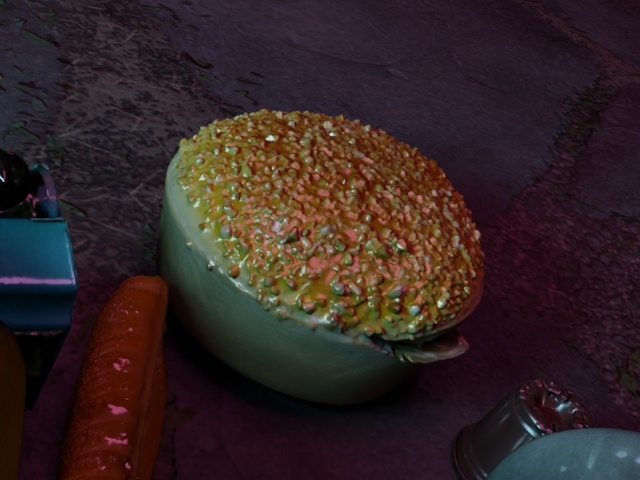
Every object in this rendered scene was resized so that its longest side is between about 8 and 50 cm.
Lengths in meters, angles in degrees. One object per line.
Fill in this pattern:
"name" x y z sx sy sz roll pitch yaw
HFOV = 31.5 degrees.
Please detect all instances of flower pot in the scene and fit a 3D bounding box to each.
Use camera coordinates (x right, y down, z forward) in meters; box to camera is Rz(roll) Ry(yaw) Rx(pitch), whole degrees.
"flower pot" 0.177 0.167 0.957 0.111 0.089 0.111 17 34 -12

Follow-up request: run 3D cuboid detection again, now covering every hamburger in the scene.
"hamburger" 0.000 0.000 0.986 0.302 0.170 0.302 23 30 -15

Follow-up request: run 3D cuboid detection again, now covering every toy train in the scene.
"toy train" -0.236 0.033 0.789 0.107 0.198 0.154 1 52 -30

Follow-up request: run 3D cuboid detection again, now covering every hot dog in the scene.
"hot dog" -0.151 0.129 0.816 0.068 0.083 0.289 3 34 1

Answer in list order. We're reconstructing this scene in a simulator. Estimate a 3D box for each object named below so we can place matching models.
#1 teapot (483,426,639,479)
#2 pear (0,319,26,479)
"teapot" 0.193 0.299 0.683 0.305 0.223 0.285 32 41 9
"pear" -0.272 0.044 0.525 0.398 0.399 0.165 36 76 17
